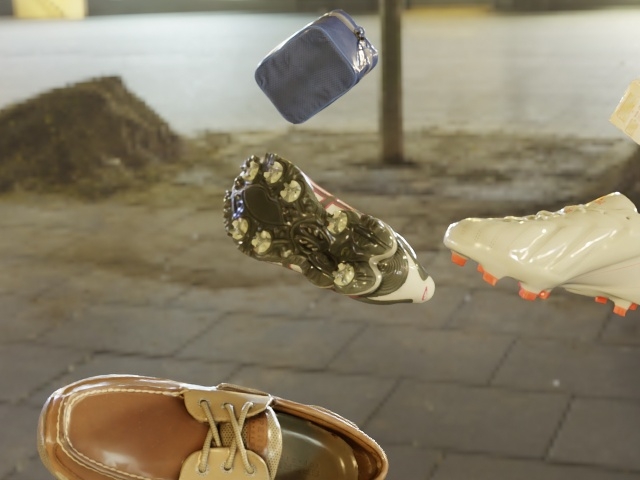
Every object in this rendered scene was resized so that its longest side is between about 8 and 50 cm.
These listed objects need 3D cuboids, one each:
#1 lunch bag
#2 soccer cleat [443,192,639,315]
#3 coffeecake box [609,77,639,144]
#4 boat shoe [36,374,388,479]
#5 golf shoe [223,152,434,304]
[{"bbox_3d":[0.001,-0.154,1.230,0.098,0.067,0.065,-32,9,31],"label":"lunch bag"},{"bbox_3d":[0.163,0.001,0.913,0.196,0.076,0.068,12,12,-32],"label":"soccer cleat"},{"bbox_3d":[0.479,-0.134,1.773,0.185,0.068,0.142,43,40,23],"label":"coffeecake box"},{"bbox_3d":[-0.081,0.171,1.209,0.324,0.123,0.116,13,-27,-36],"label":"boat shoe"},{"bbox_3d":[0.000,0.000,1.462,0.120,0.105,0.273,29,4,-44],"label":"golf shoe"}]
